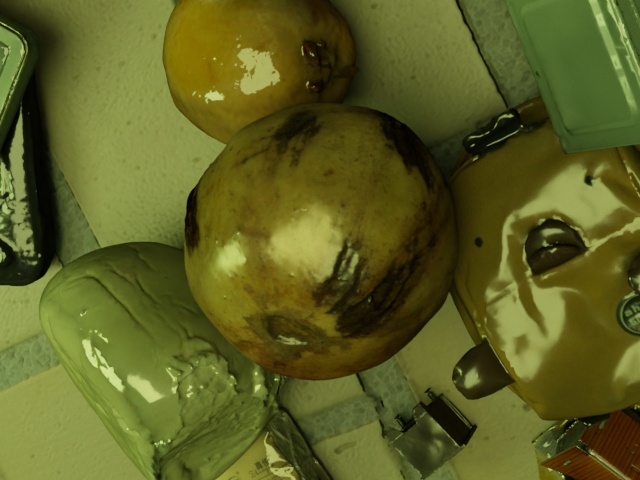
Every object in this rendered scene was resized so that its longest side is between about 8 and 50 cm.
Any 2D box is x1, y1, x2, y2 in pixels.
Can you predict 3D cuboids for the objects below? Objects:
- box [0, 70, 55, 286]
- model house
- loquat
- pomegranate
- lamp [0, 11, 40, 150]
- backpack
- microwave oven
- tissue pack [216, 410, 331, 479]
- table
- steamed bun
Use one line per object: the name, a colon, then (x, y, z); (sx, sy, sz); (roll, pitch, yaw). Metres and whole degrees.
box: (-0.541, -0.115, 1.626); (0.350, 0.091, 0.359); (1, 105, 17)
model house: (0.378, 0.300, 1.446); (0.219, 0.136, 0.207); (39, 111, 3)
loquat: (-0.076, -0.218, 1.407); (0.238, 0.193, 0.238); (-1, 88, 33)
pomegranate: (0.000, 0.000, 1.305); (0.322, 0.322, 0.322); (5, 107, 15)
lamp: (-0.519, -0.207, 1.522); (0.269, 0.047, 0.266); (30, 109, 7)
backpack: (0.291, 0.022, 1.360); (0.353, 0.201, 0.378); (-33, 93, 21)
microwave oven: (0.362, -0.241, 1.207); (0.295, 0.181, 0.237); (-27, 100, -23)
tissue pack: (-0.099, 0.357, 1.631); (0.222, 0.090, 0.186); (-33, 96, 24)
table: (0.141, 0.251, 1.540); (0.082, 0.070, 0.083); (47, 113, 4)
steamed bun: (-0.193, 0.136, 1.491); (0.233, 0.334, 0.312); (-34, 70, -19)
